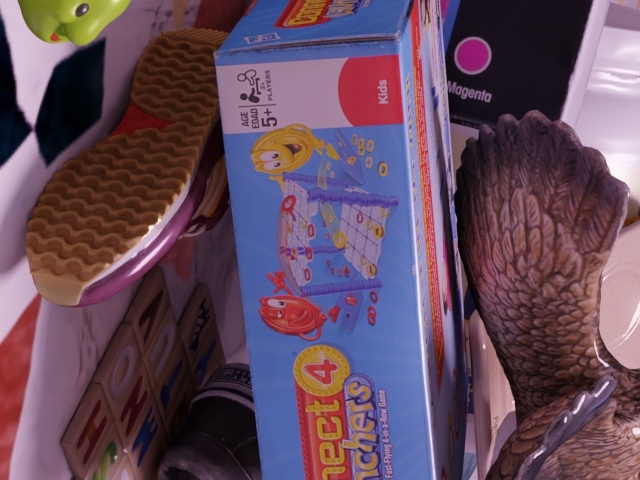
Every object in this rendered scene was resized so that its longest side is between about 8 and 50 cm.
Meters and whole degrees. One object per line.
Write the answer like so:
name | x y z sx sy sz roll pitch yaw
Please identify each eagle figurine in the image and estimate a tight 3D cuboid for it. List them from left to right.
eagle figurine | 0.149 0.093 0.996 0.298 0.226 0.225 36 90 -42

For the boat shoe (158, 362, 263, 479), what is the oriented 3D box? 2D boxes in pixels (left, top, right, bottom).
boat shoe | -0.044 0.222 1.103 0.105 0.113 0.306 -52 151 -41

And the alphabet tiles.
alphabet tiles | -0.102 0.124 1.025 0.237 0.009 0.198 83 27 -56

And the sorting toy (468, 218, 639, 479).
sorting toy | 0.171 0.094 1.216 0.208 0.038 0.193 -29 126 -35

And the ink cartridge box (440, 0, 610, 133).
ink cartridge box | 0.120 -0.256 1.115 0.069 0.175 0.371 14 92 -74

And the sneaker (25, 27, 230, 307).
sneaker | -0.078 -0.020 0.845 0.084 0.069 0.185 82 28 -43

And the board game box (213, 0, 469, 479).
board game box | 0.025 0.006 0.955 0.302 0.086 0.308 -70 155 -70

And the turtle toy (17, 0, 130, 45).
turtle toy | -0.092 -0.140 0.680 0.095 0.066 0.130 42 65 -73

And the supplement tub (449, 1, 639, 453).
supplement tub | 0.144 -0.023 1.327 0.235 0.235 0.325 -32 135 -69
